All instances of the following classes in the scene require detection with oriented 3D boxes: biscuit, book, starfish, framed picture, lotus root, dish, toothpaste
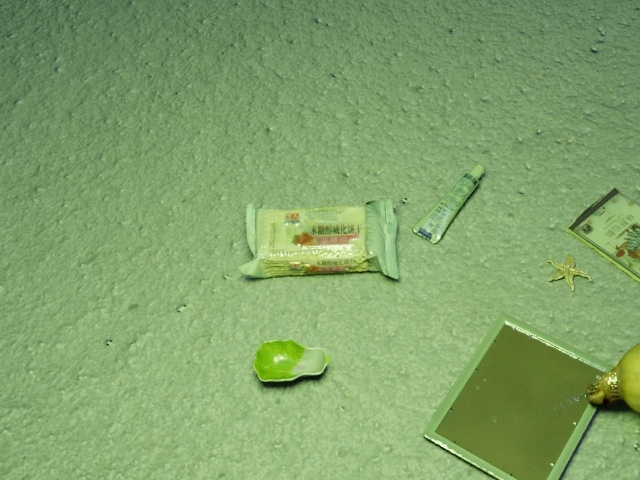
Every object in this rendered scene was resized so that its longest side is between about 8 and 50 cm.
[{"bbox_3d":[0.000,-0.004,1.695,0.309,0.079,0.186,-2,54,6],"label":"biscuit"},{"bbox_3d":[0.625,-0.002,1.669,0.157,0.026,0.231,-35,57,-20],"label":"book"},{"bbox_3d":[0.483,0.057,1.643,0.092,0.016,0.086,19,58,25],"label":"starfish"},{"bbox_3d":[0.350,0.284,1.478,0.232,0.019,0.296,27,60,24],"label":"framed picture"},{"bbox_3d":[0.608,0.217,1.387,0.343,0.169,0.151,-11,80,26],"label":"lotus root"},{"bbox_3d":[-0.052,0.228,1.545,0.137,0.039,0.091,0,48,4],"label":"dish"},{"bbox_3d":[0.274,-0.081,1.755,0.062,0.037,0.216,30,65,25],"label":"toothpaste"}]
